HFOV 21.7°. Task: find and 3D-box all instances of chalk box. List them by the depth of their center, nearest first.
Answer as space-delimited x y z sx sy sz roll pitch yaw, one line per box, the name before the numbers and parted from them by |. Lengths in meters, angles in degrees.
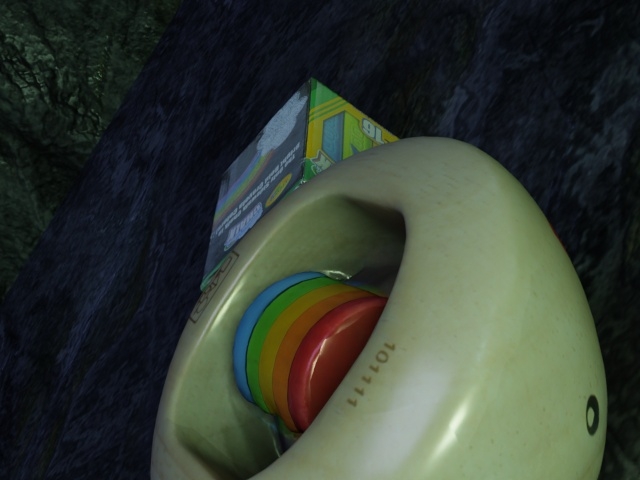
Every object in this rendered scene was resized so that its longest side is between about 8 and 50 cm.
chalk box | 0.000 0.000 1.304 0.132 0.132 0.213 -45 22 28

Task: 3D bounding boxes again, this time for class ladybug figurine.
ladybug figurine | 0.034 0.091 1.007 0.305 0.162 0.449 -57 19 -1
